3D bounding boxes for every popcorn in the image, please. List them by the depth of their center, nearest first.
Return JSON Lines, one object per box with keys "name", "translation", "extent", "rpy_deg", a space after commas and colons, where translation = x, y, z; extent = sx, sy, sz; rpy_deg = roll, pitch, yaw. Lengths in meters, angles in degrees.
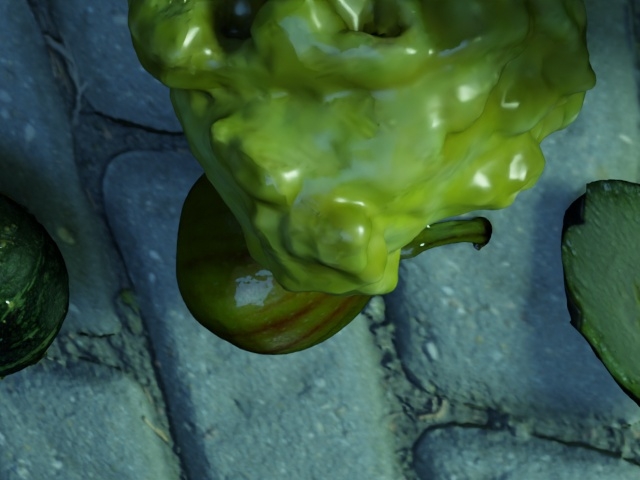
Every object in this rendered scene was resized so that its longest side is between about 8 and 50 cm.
{"name": "popcorn", "translation": [0.033, -0.110, 1.194], "extent": [0.250, 0.235, 0.242], "rpy_deg": [-29, 123, 0]}

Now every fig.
{"name": "fig", "translation": [-0.009, 0.013, 1.365], "extent": [0.186, 0.142, 0.148], "rpy_deg": [6, 159, 42]}

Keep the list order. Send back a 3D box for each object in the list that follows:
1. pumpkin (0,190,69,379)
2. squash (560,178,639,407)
{"name": "pumpkin", "translation": [-0.284, 0.024, 1.528], "extent": [0.190, 0.146, 0.190], "rpy_deg": [13, 162, 4]}
{"name": "squash", "translation": [0.247, 0.029, 1.299], "extent": [0.184, 0.085, 0.192], "rpy_deg": [37, 143, 40]}
